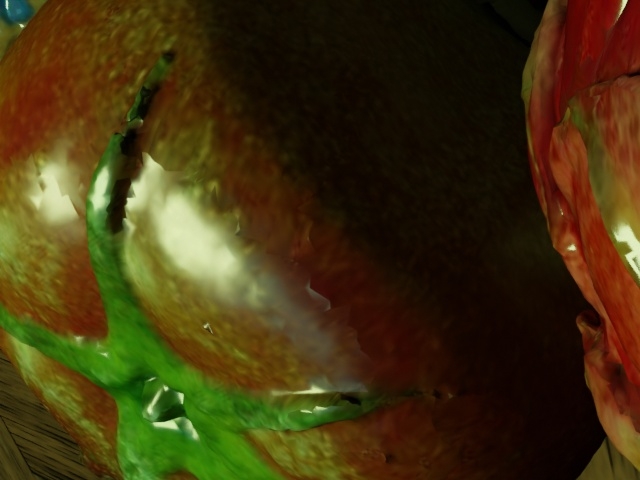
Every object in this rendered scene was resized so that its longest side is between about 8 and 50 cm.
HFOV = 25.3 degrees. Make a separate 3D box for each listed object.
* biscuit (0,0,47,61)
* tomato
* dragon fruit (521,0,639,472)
[{"bbox_3d":[-0.114,-0.114,0.753,0.184,0.047,0.319,0,124,14],"label":"biscuit"},{"bbox_3d":[0.000,0.000,0.629,0.304,0.239,0.303,27,144,22],"label":"tomato"},{"bbox_3d":[0.194,-0.020,0.376,0.277,0.277,0.342,15,143,37],"label":"dragon fruit"}]
